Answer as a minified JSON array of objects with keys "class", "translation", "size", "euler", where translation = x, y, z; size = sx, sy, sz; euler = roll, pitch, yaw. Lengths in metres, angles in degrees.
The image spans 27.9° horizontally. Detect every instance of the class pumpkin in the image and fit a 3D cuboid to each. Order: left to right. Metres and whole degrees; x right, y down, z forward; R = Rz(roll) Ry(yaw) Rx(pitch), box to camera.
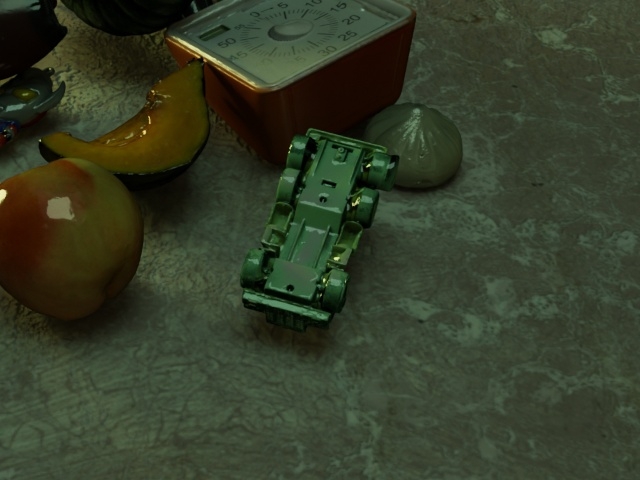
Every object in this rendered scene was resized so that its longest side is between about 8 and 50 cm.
[{"class":"pumpkin","translation":[-0.253,-0.400,1.732],"size":[0.216,0.250,0.250],"euler":[-24,51,-37]},{"class":"pumpkin","translation":[-0.207,-0.103,1.593],"size":[0.254,0.130,0.149],"euler":[-34,63,-33]}]

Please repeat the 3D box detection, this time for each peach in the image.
[{"class":"peach","translation":[-0.285,-0.001,1.436],"size":[0.184,0.184,0.184],"euler":[4,43,-4]}]

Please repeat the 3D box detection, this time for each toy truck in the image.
[{"class":"toy truck","translation":[-0.001,0.001,1.510],"size":[0.128,0.135,0.259],"euler":[15,50,7]}]

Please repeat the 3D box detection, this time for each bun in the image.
[{"class":"bun","translation":[0.124,-0.140,1.702],"size":[0.138,0.094,0.138],"euler":[4,39,-3]}]

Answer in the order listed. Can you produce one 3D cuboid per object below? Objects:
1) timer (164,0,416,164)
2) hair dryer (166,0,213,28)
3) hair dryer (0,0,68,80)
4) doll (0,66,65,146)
[{"class":"timer","translation":[-0.043,-0.256,1.727],"size":[0.257,0.161,0.250],"euler":[-31,57,-24]},{"class":"hair dryer","translation":[-0.103,-0.372,1.931],"size":[0.359,0.120,0.303],"euler":[-13,54,-33]},{"class":"hair dryer","translation":[-0.468,-0.291,1.769],"size":[0.313,0.123,0.340],"euler":[-16,18,13]},{"class":"doll","translation":[-0.403,-0.168,1.677],"size":[0.104,0.062,0.194],"euler":[-16,31,43]}]
